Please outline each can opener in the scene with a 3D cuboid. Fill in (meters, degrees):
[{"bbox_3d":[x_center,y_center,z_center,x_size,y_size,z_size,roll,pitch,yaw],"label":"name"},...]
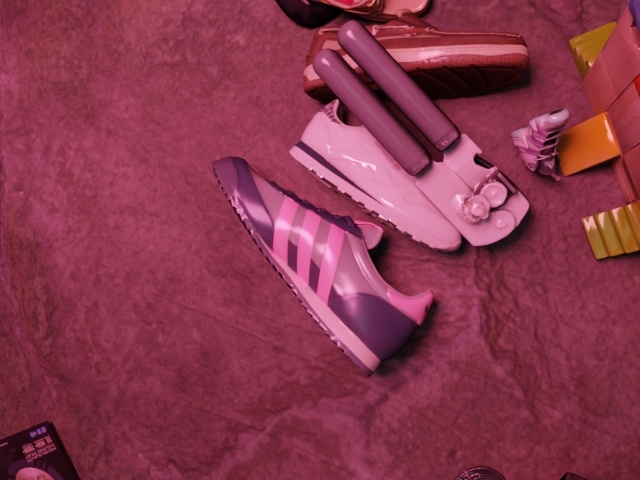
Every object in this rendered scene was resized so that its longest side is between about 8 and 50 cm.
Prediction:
[{"bbox_3d":[0.109,-0.107,0.538,0.280,0.093,0.074,44,112,-8],"label":"can opener"}]

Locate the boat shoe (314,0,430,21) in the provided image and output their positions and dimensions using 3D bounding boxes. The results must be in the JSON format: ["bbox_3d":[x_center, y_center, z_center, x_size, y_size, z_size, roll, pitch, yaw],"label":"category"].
[{"bbox_3d":[0.048,-0.292,0.587,0.170,0.059,0.063,7,115,-2],"label":"boat shoe"}]

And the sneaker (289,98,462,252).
[{"bbox_3d":[0.074,-0.075,0.590,0.235,0.090,0.095,37,90,13],"label":"sneaker"}]

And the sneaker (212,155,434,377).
[{"bbox_3d":[0.000,0.000,0.612,0.131,0.112,0.319,-39,80,-4],"label":"sneaker"}]

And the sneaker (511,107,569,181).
[{"bbox_3d":[0.240,-0.095,0.529,0.038,0.098,0.069,-19,88,2],"label":"sneaker"}]

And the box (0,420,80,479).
[{"bbox_3d":[-0.436,0.356,0.693,0.077,0.180,0.147,-36,79,14],"label":"box"}]

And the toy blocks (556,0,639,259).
[{"bbox_3d":[0.334,-0.056,0.409,0.191,0.261,0.381,-19,84,17],"label":"toy blocks"}]

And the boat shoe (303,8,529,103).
[{"bbox_3d":[0.101,-0.222,0.577,0.257,0.095,0.095,2,84,18],"label":"boat shoe"}]

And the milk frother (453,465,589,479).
[{"bbox_3d":[0.202,0.296,0.511,0.143,0.134,0.129,2,59,15],"label":"milk frother"}]

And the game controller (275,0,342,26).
[{"bbox_3d":[0.057,-0.414,0.613,0.319,0.067,0.166,-34,98,15],"label":"game controller"}]
